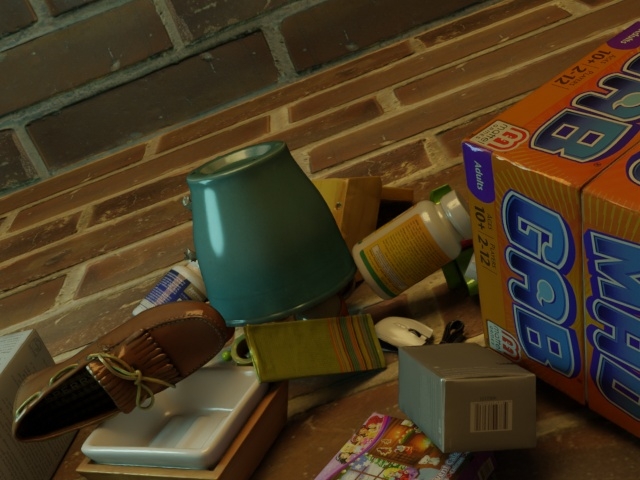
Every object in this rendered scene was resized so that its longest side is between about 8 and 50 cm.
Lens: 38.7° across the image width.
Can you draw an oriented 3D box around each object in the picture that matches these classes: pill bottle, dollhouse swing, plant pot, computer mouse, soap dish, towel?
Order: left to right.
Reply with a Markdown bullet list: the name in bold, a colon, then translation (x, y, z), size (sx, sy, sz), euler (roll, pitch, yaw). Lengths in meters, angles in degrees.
- **pill bottle**: translation (-0.283, 0.116, 1.865), size (0.186, 0.112, 0.112), euler (-49, 31, -15)
- **soap dish**: translation (-0.210, 0.308, 1.449), size (0.291, 0.118, 0.229), euler (-6, 29, 32)
- **plant pot**: translation (-0.102, -0.027, 1.580), size (0.272, 0.255, 0.271), euler (-17, 17, 5)
- **towel**: translation (-0.005, 0.171, 1.474), size (0.237, 0.102, 0.021), euler (-2, -33, -31)
- **dollhouse swing**: translation (0.000, 0.000, 1.976), size (0.347, 0.305, 0.315), euler (-1, 73, 39)
- **computer mouse**: translation (0.149, 0.159, 1.536), size (0.193, 0.042, 0.106), euler (3, 36, 44)
- **pill bottle**: translation (0.169, 0.004, 1.578), size (0.208, 0.117, 0.117), euler (-34, 21, 15)

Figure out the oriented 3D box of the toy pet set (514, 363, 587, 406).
- **toy pet set**: translation (0.309, 0.211, 1.299), size (0.122, 0.065, 0.114), euler (-21, 59, 11)

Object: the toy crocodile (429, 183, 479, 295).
- **toy crocodile**: translation (0.268, -0.003, 1.692), size (0.115, 0.105, 0.340), euler (-19, 25, 9)

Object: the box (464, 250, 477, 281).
- **box**: translation (0.337, 0.028, 1.553), size (0.145, 0.038, 0.186), euler (25, 37, 5)

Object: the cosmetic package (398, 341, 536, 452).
- **cosmetic package**: translation (0.189, 0.204, 1.222), size (0.127, 0.107, 0.238), euler (-2, 6, -10)

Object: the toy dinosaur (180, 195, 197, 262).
- **toy dinosaur**: translation (-0.167, -0.013, 1.842), size (0.296, 0.127, 0.200), euler (41, 35, 17)

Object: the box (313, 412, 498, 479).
- **box**: translation (0.069, 0.353, 1.185), size (0.201, 0.057, 0.293), euler (2, 34, 44)

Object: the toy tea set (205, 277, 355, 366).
- **toy tea set**: translation (-0.090, 0.130, 1.645), size (0.336, 0.124, 0.200), euler (-21, 46, 8)

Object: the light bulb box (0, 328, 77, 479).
- **light bulb box**: translation (-0.665, 0.371, 1.584), size (0.358, 0.225, 0.361), euler (-14, 26, 18)

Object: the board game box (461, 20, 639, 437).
- **board game box**: translation (0.442, -0.010, 1.153), size (0.356, 0.356, 0.356), euler (-34, 41, -24)

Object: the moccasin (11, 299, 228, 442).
- **moccasin**: translation (-0.319, 0.211, 1.433), size (0.380, 0.139, 0.147), euler (-21, 25, 7)
